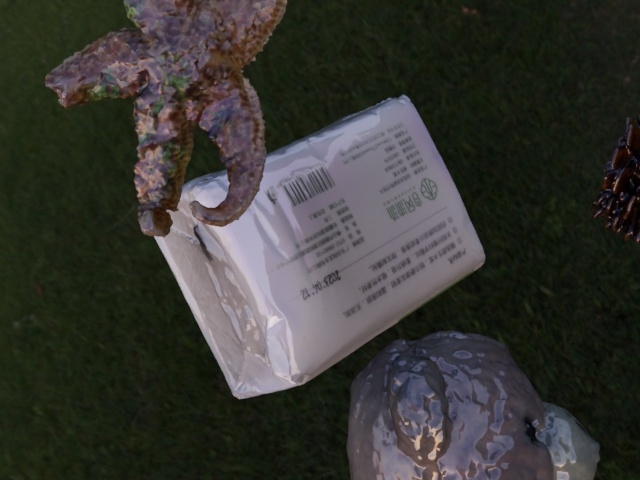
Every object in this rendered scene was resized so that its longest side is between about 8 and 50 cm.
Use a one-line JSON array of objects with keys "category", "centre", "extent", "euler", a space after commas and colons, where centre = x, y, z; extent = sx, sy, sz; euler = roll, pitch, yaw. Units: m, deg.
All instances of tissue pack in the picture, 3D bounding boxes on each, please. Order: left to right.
[{"category": "tissue pack", "centre": [-0.001, 0.000, 1.089], "extent": [0.356, 0.266, 0.194], "euler": [-28, 3, -36]}]

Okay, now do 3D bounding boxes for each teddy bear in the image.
[{"category": "teddy bear", "centre": [0.097, 0.189, 0.533], "extent": [0.151, 0.236, 0.267], "euler": [-4, 82, 11]}]

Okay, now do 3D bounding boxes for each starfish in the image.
[{"category": "starfish", "centre": [-0.087, -0.109, 0.515], "extent": [0.150, 0.210, 0.053], "euler": [-19, 5, -10]}]

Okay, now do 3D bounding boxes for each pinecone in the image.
[{"category": "pinecone", "centre": [0.417, -0.063, 1.016], "extent": [0.165, 0.163, 0.163], "euler": [25, 76, 17]}]
